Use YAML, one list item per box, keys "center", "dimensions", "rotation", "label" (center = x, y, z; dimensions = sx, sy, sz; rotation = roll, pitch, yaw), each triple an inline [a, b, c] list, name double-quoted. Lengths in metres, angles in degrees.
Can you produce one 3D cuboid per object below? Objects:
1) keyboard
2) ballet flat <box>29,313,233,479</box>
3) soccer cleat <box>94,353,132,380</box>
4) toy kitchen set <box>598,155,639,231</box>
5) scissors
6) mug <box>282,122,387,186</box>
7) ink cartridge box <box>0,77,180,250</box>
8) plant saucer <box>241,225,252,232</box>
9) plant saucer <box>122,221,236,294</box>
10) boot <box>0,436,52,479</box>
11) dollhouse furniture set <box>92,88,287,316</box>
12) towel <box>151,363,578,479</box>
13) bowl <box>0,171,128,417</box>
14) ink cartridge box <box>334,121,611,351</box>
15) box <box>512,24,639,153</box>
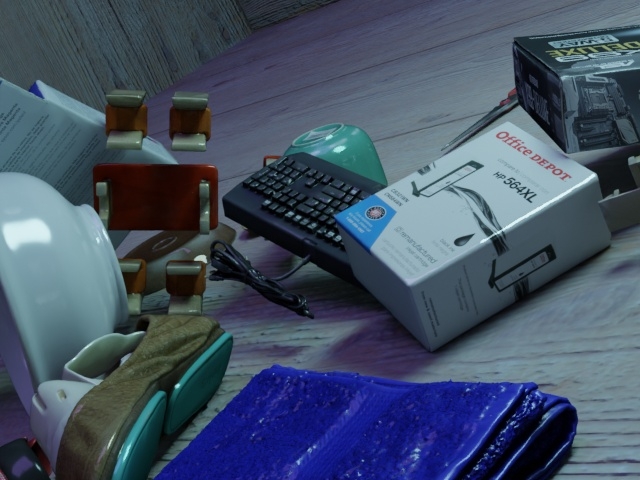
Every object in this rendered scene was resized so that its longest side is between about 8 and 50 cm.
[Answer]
- center: [0.000, 0.000, 1.257]
  dimensions: [0.201, 0.033, 0.317]
  rotation: [-42, 41, -21]
  label: "keyboard"
- center: [-0.180, 0.144, 1.070]
  dimensions: [0.124, 0.116, 0.342]
  rotation: [16, 23, 7]
  label: "ballet flat"
- center: [-0.178, 0.128, 1.242]
  dimensions: [0.068, 0.076, 0.196]
  rotation: [-8, 24, 46]
  label: "soccer cleat"
- center: [0.282, -0.040, 1.057]
  dimensions: [0.068, 0.083, 0.075]
  rotation: [-19, 17, 19]
  label: "toy kitchen set"
- center: [0.266, -0.196, 1.685]
  dimensions: [0.297, 0.021, 0.109]
  rotation: [-32, 20, -16]
  label: "scissors"
- center: [0.000, -0.092, 1.594]
  dimensions: [0.157, 0.097, 0.129]
  rotation: [-23, 17, -9]
  label: "mug"
- center: [-0.382, -0.035, 1.495]
  dimensions: [0.324, 0.330, 0.071]
  rotation: [-49, 54, 9]
  label: "ink cartridge box"
- center: [-0.070, -0.031, 1.676]
  dimensions: [0.083, 0.015, 0.083]
  rotation: [-23, 17, 8]
  label: "plant saucer"
- center: [-0.215, 0.018, 1.710]
  dimensions: [0.198, 0.036, 0.198]
  rotation: [-23, 17, 8]
  label: "plant saucer"
- center: [-0.357, 0.238, 1.166]
  dimensions: [0.176, 0.088, 0.244]
  rotation: [-35, 27, -31]
  label: "boot"
- center: [-0.146, -0.052, 1.470]
  dimensions: [0.259, 0.262, 0.135]
  rotation: [1, 14, -5]
  label: "dollhouse furniture set"
- center: [0.001, 0.166, 0.857]
  dimensions: [0.308, 0.076, 0.227]
  rotation: [-7, 24, 49]
  label: "towel"
- center: [-0.299, 0.046, 1.332]
  dimensions: [0.134, 0.298, 0.298]
  rotation: [-19, 13, -21]
  label: "bowl"
- center: [0.139, -0.010, 1.110]
  dimensions: [0.203, 0.086, 0.148]
  rotation: [-30, 36, -13]
  label: "ink cartridge box"
- center: [0.360, -0.163, 1.183]
  dimensions: [0.307, 0.077, 0.242]
  rotation: [-7, 17, 1]
  label: "box"
